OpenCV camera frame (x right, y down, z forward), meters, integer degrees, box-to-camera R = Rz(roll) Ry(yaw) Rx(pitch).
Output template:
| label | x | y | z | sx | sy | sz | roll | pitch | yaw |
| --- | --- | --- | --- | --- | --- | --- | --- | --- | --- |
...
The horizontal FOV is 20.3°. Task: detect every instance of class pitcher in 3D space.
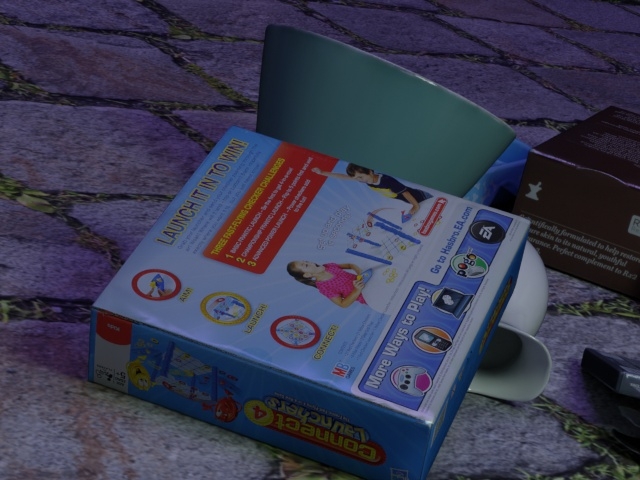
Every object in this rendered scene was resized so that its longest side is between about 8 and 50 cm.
| label | x | y | z | sx | sy | sz | roll | pitch | yaw |
| --- | --- | --- | --- | --- | --- | --- | --- | --- | --- |
| pitcher | 0.135 | 0.067 | 1.751 | 0.178 | 0.125 | 0.207 | 4 | 30 | 3 |

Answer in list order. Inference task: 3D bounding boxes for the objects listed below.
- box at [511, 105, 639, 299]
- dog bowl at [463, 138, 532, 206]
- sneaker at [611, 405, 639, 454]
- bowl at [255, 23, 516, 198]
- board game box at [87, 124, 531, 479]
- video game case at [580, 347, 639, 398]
| label | x | y | z | sx | sy | sz | roll | pitch | yaw |
| --- | --- | --- | --- | --- | --- | --- | --- | --- | --- |
| box | 0.385 | -0.056 | 2.250 | 0.191 | 0.143 | 0.381 | 21 | 18 | 19 |
| dog bowl | 0.174 | -0.087 | 2.281 | 0.166 | 0.074 | 0.297 | 24 | 20 | 28 |
| sneaker | 0.360 | 0.189 | 1.648 | 0.170 | 0.051 | 0.089 | 3 | 24 | -23 |
| bowl | 0.049 | -0.109 | 2.031 | 0.312 | 0.163 | 0.311 | 23 | -1 | 0 |
| board game box | -0.003 | 0.050 | 1.575 | 0.302 | 0.086 | 0.308 | 18 | 39 | 13 |
| video game case | 0.402 | 0.157 | 1.736 | 0.274 | 0.026 | 0.196 | 15 | 3 | -2 |
